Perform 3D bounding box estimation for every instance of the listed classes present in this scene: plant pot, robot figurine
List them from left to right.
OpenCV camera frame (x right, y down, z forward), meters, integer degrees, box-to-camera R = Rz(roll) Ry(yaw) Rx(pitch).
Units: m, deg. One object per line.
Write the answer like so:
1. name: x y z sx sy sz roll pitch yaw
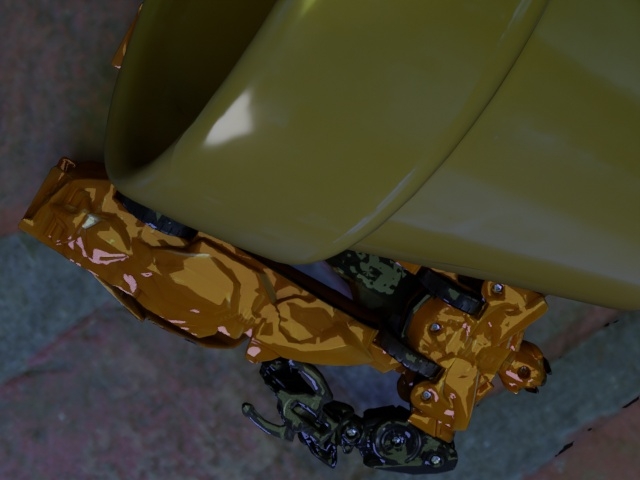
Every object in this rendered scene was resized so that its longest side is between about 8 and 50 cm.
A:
1. robot figurine: 0.000 0.000 0.690 0.291 0.085 0.211 31 104 -9
2. plant pot: 0.070 -0.089 0.537 0.239 0.254 0.254 24 105 -22
